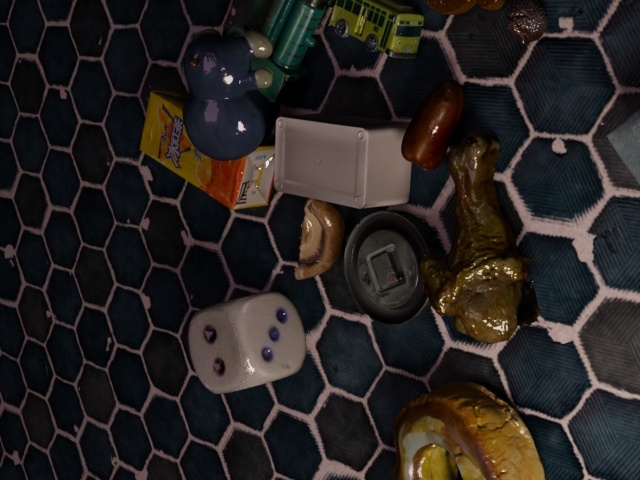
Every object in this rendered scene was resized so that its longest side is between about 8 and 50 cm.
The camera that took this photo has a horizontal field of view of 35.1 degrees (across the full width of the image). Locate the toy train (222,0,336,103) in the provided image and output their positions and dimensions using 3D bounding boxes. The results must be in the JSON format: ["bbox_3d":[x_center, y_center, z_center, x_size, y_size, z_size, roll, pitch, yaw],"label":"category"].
[{"bbox_3d":[-0.072,-0.441,2.050,0.194,0.120,0.298,42,124,22],"label":"toy train"}]

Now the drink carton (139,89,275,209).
[{"bbox_3d":[-0.253,-0.210,2.264,0.351,0.111,0.155,32,117,37],"label":"drink carton"}]

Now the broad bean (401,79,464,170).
[{"bbox_3d":[0.207,-0.211,1.819,0.084,0.114,0.165,21,122,-6],"label":"broad bean"}]

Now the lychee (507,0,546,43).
[{"bbox_3d":[0.344,-0.367,1.690,0.067,0.068,0.083,134,144,-83],"label":"lychee"}]

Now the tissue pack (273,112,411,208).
[{"bbox_3d":[0.040,-0.159,1.971,0.246,0.136,0.160,15,107,42],"label":"tissue pack"}]

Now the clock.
[{"bbox_3d":[0.142,0.052,1.972,0.226,0.049,0.226,9,103,44],"label":"clock"}]

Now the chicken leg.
[{"bbox_3d":[0.263,0.011,1.796,0.211,0.140,0.361,-20,72,23],"label":"chicken leg"}]

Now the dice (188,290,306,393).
[{"bbox_3d":[-0.160,0.220,2.190,0.194,0.193,0.192,-17,84,43],"label":"dice"}]

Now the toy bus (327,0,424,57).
[{"bbox_3d":[0.107,-0.410,1.896,0.175,0.088,0.101,35,118,36],"label":"toy bus"}]

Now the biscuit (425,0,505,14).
[{"bbox_3d":[0.267,-0.482,1.765,0.236,0.039,0.180,-14,90,45],"label":"biscuit"}]

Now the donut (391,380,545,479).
[{"bbox_3d":[0.252,0.432,1.856,0.330,0.159,0.330,15,110,49],"label":"donut"}]

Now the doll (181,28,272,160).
[{"bbox_3d":[-0.193,-0.289,2.041,0.228,0.154,0.259,11,123,32],"label":"doll"}]

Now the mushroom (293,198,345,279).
[{"bbox_3d":[0.001,0.000,2.078,0.094,0.072,0.210,32,130,31],"label":"mushroom"}]

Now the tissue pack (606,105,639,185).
[{"bbox_3d":[0.595,-0.101,1.473,0.228,0.103,0.316,-43,69,38],"label":"tissue pack"}]
